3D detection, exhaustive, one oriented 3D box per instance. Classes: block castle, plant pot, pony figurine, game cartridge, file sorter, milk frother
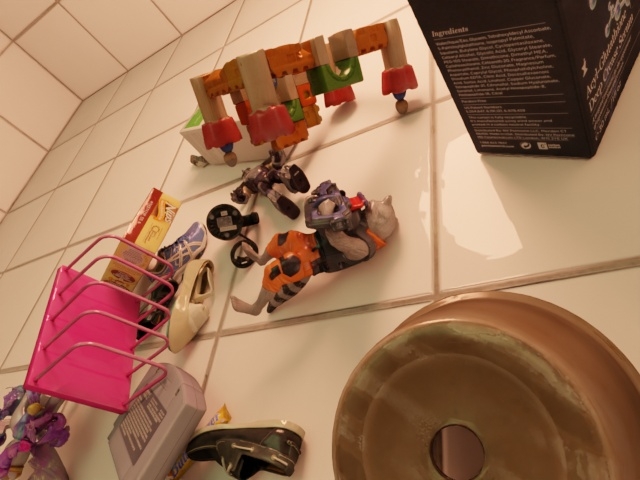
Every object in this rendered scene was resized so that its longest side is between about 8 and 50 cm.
[{"bbox_3d":[-0.032,-0.322,1.034,0.453,0.213,0.302,-29,23,-33],"label":"block castle"},{"bbox_3d":[0.151,0.184,0.431,0.322,0.280,0.324,-10,68,25],"label":"plant pot"},{"bbox_3d":[-0.640,0.402,1.022,0.364,0.302,0.351,-63,11,-16],"label":"pony figurine"},{"bbox_3d":[-0.312,0.339,0.874,0.198,0.062,0.297,-56,24,-18],"label":"game cartridge"},{"bbox_3d":[-0.427,0.162,0.953,0.182,0.202,0.291,-36,42,21],"label":"file sorter"},{"bbox_3d":[-0.211,-0.009,1.116,0.134,0.129,0.143,175,102,-80],"label":"milk frother"}]

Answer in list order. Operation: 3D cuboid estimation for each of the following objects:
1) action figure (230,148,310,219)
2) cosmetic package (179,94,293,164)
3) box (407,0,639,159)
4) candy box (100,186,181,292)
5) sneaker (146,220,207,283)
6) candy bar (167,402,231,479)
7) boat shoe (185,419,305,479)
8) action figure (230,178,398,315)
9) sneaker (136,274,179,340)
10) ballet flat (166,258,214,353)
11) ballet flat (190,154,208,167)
[{"bbox_3d":[-0.134,-0.152,1.166,0.185,0.099,0.285,-56,38,-6],"label":"action figure"},{"bbox_3d":[-0.219,-0.351,1.360,0.365,0.155,0.197,2,55,42],"label":"cosmetic package"},{"bbox_3d":[0.337,-0.370,0.724,0.211,0.395,0.294,14,67,46],"label":"box"},{"bbox_3d":[-0.480,0.031,1.198,0.316,0.087,0.183,-43,24,40],"label":"candy box"},{"bbox_3d":[-0.374,0.034,1.217,0.080,0.081,0.211,7,62,43],"label":"sneaker"},{"bbox_3d":[-0.223,0.375,0.851,0.161,0.018,0.040,-48,40,-5],"label":"candy bar"},{"bbox_3d":[-0.135,0.346,0.751,0.232,0.084,0.079,-16,44,27],"label":"boat shoe"},{"bbox_3d":[0.000,0.000,0.923,0.330,0.179,0.341,-24,17,13],"label":"action figure"},{"bbox_3d":[-0.406,0.174,1.146,0.178,0.072,0.077,-56,45,5],"label":"sneaker"},{"bbox_3d":[-0.291,0.141,1.066,0.086,0.086,0.249,-23,44,23],"label":"ballet flat"},{"bbox_3d":[-0.397,-0.262,1.528,0.114,0.041,0.041,15,67,46],"label":"ballet flat"}]
